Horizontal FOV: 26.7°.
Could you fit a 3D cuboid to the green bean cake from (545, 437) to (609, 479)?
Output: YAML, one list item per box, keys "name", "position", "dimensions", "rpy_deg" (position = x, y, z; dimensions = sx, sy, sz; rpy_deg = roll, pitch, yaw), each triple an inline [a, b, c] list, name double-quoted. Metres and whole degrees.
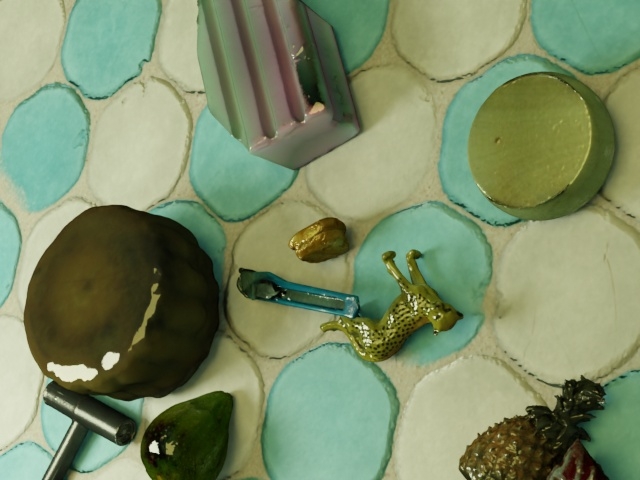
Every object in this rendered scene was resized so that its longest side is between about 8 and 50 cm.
- name: "green bean cake"
  position: [0.320, 0.371, 1.512]
  dimensions: [0.232, 0.097, 0.198]
  rpy_deg: [42, 102, 36]

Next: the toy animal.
- name: "toy animal"
  position: [0.091, 0.106, 1.768]
  dimensions: [0.181, 0.073, 0.136]
  rpy_deg: [-43, 58, 20]

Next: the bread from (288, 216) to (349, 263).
- name: "bread"
  position: [0.000, 0.000, 1.858]
  dimensions: [0.083, 0.081, 0.046]
  rpy_deg: [-45, 59, 56]

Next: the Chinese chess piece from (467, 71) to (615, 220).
- name: "Chinese chess piece"
  position: [0.276, -0.118, 1.695]
  dimensions: [0.188, 0.083, 0.188]
  rpy_deg: [-8, 76, 34]

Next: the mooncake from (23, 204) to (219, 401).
- name: "mooncake"
  position: [-0.283, 0.094, 1.979]
  dimensions: [0.290, 0.161, 0.290]
  rpy_deg: [-12, 68, 33]

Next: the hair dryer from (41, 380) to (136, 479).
- name: "hair dryer"
  position: [-0.374, 0.331, 2.052]
  dimensions: [0.173, 0.050, 0.195]
  rpy_deg: [20, 93, 38]

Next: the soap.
- name: "soap"
  position: [-0.076, -0.267, 1.967]
  dimensions: [0.193, 0.109, 0.324]
  rpy_deg: [-28, 63, 26]

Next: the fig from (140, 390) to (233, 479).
- name: "fig"
  position: [-0.179, 0.278, 1.901]
  dimensions: [0.123, 0.123, 0.156]
  rpy_deg: [16, 48, 37]

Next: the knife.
- name: "knife"
  position: [-0.037, 0.071, 1.850]
  dimensions: [0.296, 0.026, 0.044]
  rpy_deg: [7, 84, 55]

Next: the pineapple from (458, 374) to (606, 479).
- name: "pineapple"
  position: [0.258, 0.234, 1.603]
  dimensions: [0.197, 0.108, 0.108]
  rpy_deg: [-44, 56, 4]
